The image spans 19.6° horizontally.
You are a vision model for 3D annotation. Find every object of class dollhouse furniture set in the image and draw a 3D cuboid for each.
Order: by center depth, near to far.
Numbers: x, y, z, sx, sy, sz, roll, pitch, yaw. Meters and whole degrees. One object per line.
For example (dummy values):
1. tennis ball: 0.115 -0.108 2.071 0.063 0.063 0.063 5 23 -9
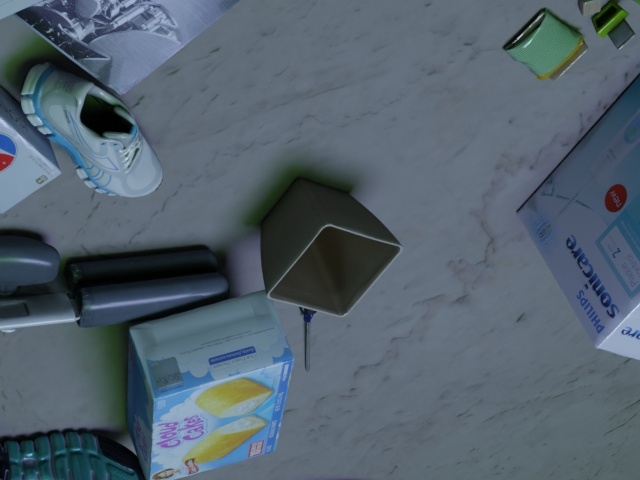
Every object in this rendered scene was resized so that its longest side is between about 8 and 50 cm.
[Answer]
1. dollhouse furniture set: 0.265 -0.209 1.852 0.152 0.058 0.076 -44 136 20

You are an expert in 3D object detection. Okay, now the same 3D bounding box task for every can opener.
1. can opener: -0.225 0.043 1.853 0.280 0.074 0.093 -2 134 -26

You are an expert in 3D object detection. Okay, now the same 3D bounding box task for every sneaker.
1. sneaker: -0.193 -0.092 1.704 0.191 0.083 0.071 42 64 -50
2. sneaker: -0.310 0.268 2.059 0.224 0.083 0.098 6 141 -18

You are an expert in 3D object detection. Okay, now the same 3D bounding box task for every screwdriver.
1. screwdriver: -0.017 0.097 2.067 0.025 0.024 0.170 12 141 2

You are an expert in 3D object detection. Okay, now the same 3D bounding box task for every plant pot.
1. plant pot: 0.000 0.000 1.908 0.109 0.096 0.109 17 124 -38

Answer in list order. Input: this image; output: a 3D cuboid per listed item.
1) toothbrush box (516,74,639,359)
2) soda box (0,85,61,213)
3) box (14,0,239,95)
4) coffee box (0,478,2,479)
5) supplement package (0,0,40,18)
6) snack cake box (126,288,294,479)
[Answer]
1. toothbrush box: 0.379 -0.045 1.967 0.126 0.216 0.295 16 126 -38
2. soda box: -0.324 -0.115 1.637 0.074 0.069 0.216 -34 139 9
3. box: -0.149 -0.251 1.593 0.231 0.056 0.183 -37 138 13
4. coffee box: -0.406 0.510 2.009 0.334 0.337 0.338 -20 142 14
5. supplement package: -0.342 -0.233 1.451 0.244 0.134 0.139 -24 140 -2
6. snack cake box: -0.123 0.162 1.970 0.152 0.089 0.264 -16 156 -14
